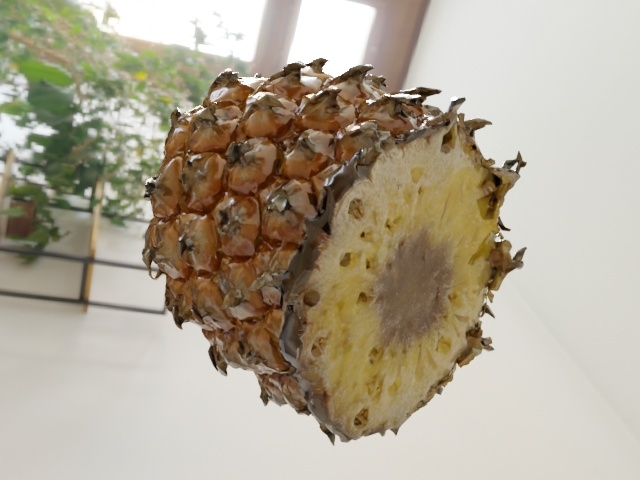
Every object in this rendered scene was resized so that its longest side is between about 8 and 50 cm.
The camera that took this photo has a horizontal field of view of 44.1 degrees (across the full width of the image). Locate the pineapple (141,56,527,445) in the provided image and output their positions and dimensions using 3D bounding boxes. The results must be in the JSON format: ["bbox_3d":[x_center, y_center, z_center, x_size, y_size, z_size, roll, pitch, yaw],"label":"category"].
[{"bbox_3d":[0.001,-0.003,0.770,0.300,0.352,0.352,30,-67,48],"label":"pineapple"}]
